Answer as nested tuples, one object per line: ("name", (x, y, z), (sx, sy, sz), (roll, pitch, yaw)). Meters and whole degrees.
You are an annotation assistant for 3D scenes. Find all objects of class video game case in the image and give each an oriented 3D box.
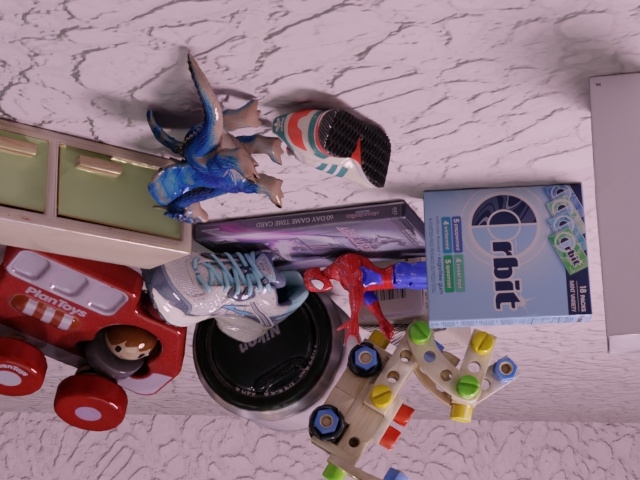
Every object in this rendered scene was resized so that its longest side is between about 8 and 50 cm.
("video game case", (0.000, 0.000, 1.574), (0.274, 0.026, 0.196), (-5, 164, 17))

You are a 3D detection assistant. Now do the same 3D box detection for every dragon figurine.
("dragon figurine", (-0.121, -0.080, 1.160), (0.144, 0.085, 0.289), (-5, 165, 13))

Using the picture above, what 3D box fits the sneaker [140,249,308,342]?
("sneaker", (-0.118, 0.046, 1.548), (0.122, 0.110, 0.283), (-28, 157, 22))

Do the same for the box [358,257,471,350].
("box", (0.138, 0.097, 1.801), (0.113, 0.094, 0.275), (-9, 162, 20))

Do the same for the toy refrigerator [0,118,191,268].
("toy refrigerator", (-0.262, -0.047, 1.240), (0.269, 0.102, 0.094), (12, 160, -39))

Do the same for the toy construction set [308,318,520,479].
("toy construction set", (0.110, 0.241, 1.639), (0.215, 0.328, 0.151), (31, 151, 8))

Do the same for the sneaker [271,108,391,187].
("sneaker", (0.011, -0.094, 1.202), (0.075, 0.057, 0.161), (10, 173, 29))

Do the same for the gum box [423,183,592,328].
("gum box", (0.213, 0.018, 1.405), (0.184, 0.157, 0.041), (-2, 164, 5))

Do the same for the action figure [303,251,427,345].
("action figure", (0.117, 0.081, 1.591), (0.280, 0.139, 0.091), (1, 163, -1))

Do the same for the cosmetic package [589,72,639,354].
("cosmetic package", (0.282, -0.023, 1.107), (0.060, 0.239, 0.099), (-4, 165, 15))

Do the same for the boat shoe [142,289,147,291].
("boat shoe", (-0.345, 0.111, 1.867), (0.104, 0.089, 0.285), (38, 143, -26))

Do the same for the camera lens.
("camera lens", (-0.054, 0.170, 1.814), (0.219, 0.219, 0.274), (-5, 164, 12))

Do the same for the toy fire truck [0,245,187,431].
("toy fire truck", (-0.312, 0.110, 1.637), (0.302, 0.169, 0.254), (27, 137, -23))
